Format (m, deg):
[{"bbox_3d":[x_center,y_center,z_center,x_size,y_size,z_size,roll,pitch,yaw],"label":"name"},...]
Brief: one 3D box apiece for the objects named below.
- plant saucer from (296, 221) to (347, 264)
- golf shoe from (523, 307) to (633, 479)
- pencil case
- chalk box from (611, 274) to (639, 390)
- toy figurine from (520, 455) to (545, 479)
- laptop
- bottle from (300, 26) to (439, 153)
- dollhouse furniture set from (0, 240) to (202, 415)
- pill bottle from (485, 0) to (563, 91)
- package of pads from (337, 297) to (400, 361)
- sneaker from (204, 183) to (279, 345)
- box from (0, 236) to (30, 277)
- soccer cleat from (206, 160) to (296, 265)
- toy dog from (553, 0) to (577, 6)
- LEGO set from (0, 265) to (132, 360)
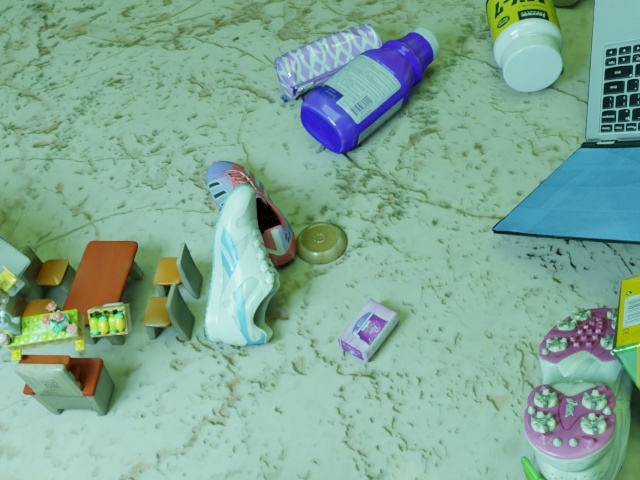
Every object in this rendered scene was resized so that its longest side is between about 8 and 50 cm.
[{"bbox_3d":[0.000,0.000,1.173,0.083,0.015,0.083,-5,51,6],"label":"plant saucer"},{"bbox_3d":[0.319,0.193,0.908,0.115,0.140,0.306,0,27,33],"label":"golf shoe"},{"bbox_3d":[0.015,-0.328,1.388,0.206,0.086,0.088,-26,44,-11],"label":"pencil case"},{"bbox_3d":[0.449,0.141,0.861,0.132,0.213,0.132,-26,22,39],"label":"chalk box"},{"bbox_3d":[0.192,0.336,0.817,0.159,0.130,0.173,-27,32,1],"label":"toy figurine"},{"bbox_3d":[0.460,-0.199,1.007,0.236,0.408,0.382,1,3,-37],"label":"laptop"},{"bbox_3d":[0.095,-0.271,1.320,0.118,0.092,0.283,41,67,15],"label":"bottle"},{"bbox_3d":[-0.327,0.103,1.071,0.261,0.135,0.259,-1,51,10],"label":"dollhouse furniture set"},{"bbox_3d":[0.361,-0.368,1.337,0.119,0.119,0.209,-4,51,7],"label":"pill bottle"},{"bbox_3d":[0.068,0.124,1.049,0.050,0.032,0.083,26,60,29],"label":"package of pads"},{"bbox_3d":[-0.103,0.035,1.073,0.092,0.087,0.229,5,93,9],"label":"sneaker"},{"bbox_3d":[-0.554,0.014,1.115,0.232,0.148,0.127,19,70,50],"label":"box"},{"bbox_3d":[-0.112,-0.061,1.190,0.083,0.095,0.248,-26,53,-14],"label":"soccer cleat"},{"bbox_3d":[0.582,-0.529,1.399,0.333,0.161,0.220,0,52,10],"label":"toy dog"},{"bbox_3d":[-0.382,0.072,0.928,0.287,0.107,0.132,24,71,13],"label":"LEGO set"}]
